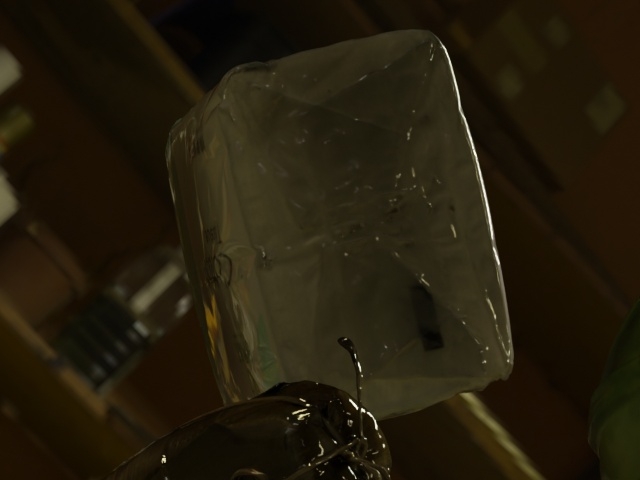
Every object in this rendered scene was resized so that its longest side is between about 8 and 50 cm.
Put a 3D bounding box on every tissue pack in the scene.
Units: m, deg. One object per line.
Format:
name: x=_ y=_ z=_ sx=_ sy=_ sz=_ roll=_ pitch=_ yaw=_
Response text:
tissue pack: x=-0.001 y=0.000 z=1.340 sx=0.356 sy=0.194 sz=0.266 roll=164 pitch=-87 yaw=-79

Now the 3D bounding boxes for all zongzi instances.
zongzi: x=-0.032 y=0.132 z=1.001 sx=0.247 sy=0.241 sz=0.111 roll=-37 pitch=-89 yaw=27

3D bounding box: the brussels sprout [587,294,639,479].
brussels sprout: x=0.393 y=0.152 z=1.362 sx=0.361 sy=0.425 sz=0.342 roll=20 pitch=2 yaw=21
